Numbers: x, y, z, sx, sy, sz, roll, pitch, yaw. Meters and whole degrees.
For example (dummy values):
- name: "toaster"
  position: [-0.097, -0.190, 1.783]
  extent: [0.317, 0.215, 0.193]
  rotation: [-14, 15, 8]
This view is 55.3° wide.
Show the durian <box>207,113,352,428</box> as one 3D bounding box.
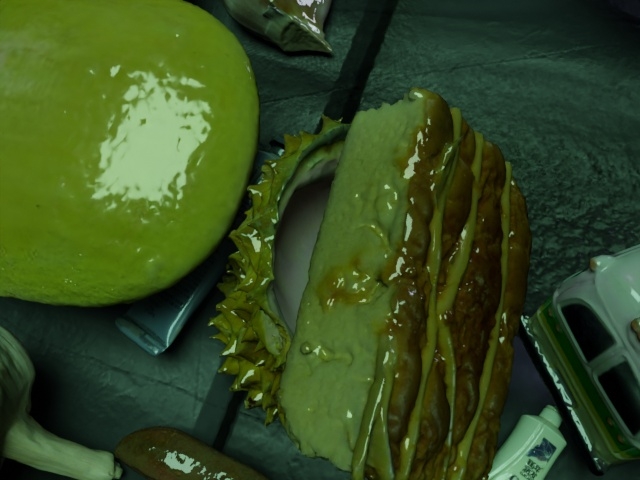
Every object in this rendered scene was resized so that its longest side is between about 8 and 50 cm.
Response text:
- name: "durian"
  position: [-0.008, 0.005, 0.533]
  extent: [0.186, 0.195, 0.305]
  rotation: [21, 73, 24]

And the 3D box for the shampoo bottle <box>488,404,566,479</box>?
- name: "shampoo bottle"
  position: [0.170, 0.179, 0.508]
  extent: [0.049, 0.034, 0.141]
  rotation: [33, 73, 26]

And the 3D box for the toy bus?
- name: "toy bus"
  position: [0.329, 0.047, 0.457]
  extent: [0.306, 0.179, 0.143]
  rotation: [-19, 64, -5]

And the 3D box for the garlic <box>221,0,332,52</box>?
- name: "garlic"
  position: [-0.047, -0.361, 0.762]
  extent: [0.129, 0.149, 0.266]
  rotation: [-4, 64, 48]

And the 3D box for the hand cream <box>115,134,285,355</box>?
- name: "hand cream"
  position: [-0.109, -0.003, 0.622]
  extent: [0.088, 0.055, 0.256]
  rotation: [25, 71, 40]

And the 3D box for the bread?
- name: "bread"
  position: [0.078, 0.048, 0.481]
  extent: [0.114, 0.185, 0.274]
  rotation: [-2, 67, 40]

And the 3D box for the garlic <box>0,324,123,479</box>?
- name: "garlic"
  position: [-0.284, 0.177, 0.522]
  extent: [0.226, 0.199, 0.199]
  rotation: [23, 69, -9]

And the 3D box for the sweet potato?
- name: "sweet potato"
  position: [-0.080, 0.212, 0.527]
  extent: [0.214, 0.050, 0.050]
  rotation: [20, 70, 14]

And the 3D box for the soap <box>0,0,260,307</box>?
- name: "soap"
  position: [-0.262, -0.099, 0.568]
  extent: [0.428, 0.115, 0.305]
  rotation: [8, 74, 15]
